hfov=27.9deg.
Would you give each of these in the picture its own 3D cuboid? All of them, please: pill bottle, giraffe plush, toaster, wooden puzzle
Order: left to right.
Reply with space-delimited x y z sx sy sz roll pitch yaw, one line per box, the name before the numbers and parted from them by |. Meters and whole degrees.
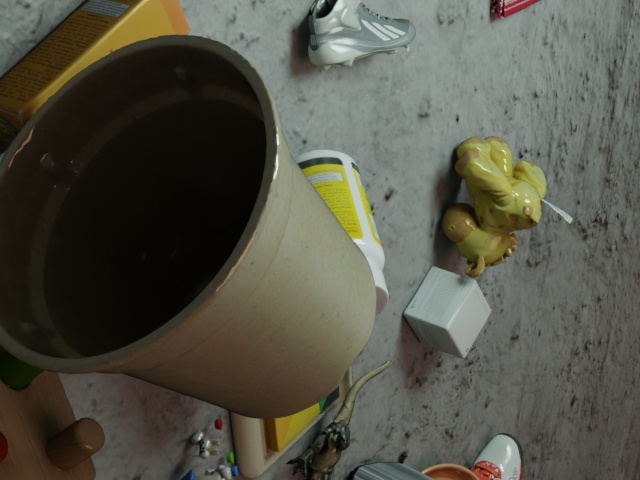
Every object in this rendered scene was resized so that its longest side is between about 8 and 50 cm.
wooden puzzle | -0.033 0.197 1.827 0.239 0.044 0.221 -33 131 -41
pill bottle | 0.014 -0.002 1.639 0.119 0.208 0.119 -10 146 -7
toaster | 0.112 0.445 2.087 0.168 0.110 0.185 13 95 -56
giraffe plush | 0.269 -0.040 2.042 0.181 0.210 0.170 -12 144 -55

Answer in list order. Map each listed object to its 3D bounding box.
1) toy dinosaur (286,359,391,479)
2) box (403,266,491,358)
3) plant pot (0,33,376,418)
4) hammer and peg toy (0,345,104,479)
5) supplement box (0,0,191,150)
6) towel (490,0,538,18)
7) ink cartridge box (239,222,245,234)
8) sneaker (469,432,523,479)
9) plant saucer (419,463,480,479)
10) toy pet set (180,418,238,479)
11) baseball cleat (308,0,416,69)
toy dinosaur | 0.017 0.295 1.900 0.268 0.064 0.118 -64 162 18
box | 0.206 0.116 2.074 0.102 0.087 0.101 -56 143 -19
plant pot | -0.107 0.022 1.252 0.305 0.334 0.334 40 73 -50
hammer and peg toy | -0.331 0.184 1.181 0.266 0.127 0.361 -5 66 -52
supplement box | -0.241 -0.183 1.334 0.233 0.080 0.078 -51 140 -29
towel | 0.330 -0.500 1.999 0.199 0.031 0.275 -31 132 -45
ink cartridge box | -0.105 0.012 1.533 0.065 0.165 0.332 -45 139 -25
sneaker | 0.280 0.474 2.347 0.145 0.090 0.270 28 86 -57
plant saucer | 0.206 0.485 2.233 0.200 0.037 0.200 0 90 -27
toy pet set | -0.158 0.318 1.724 0.114 0.065 0.122 -86 168 -47
baseball cleat | 0.059 -0.290 1.697 0.206 0.072 0.109 -29 122 -48
